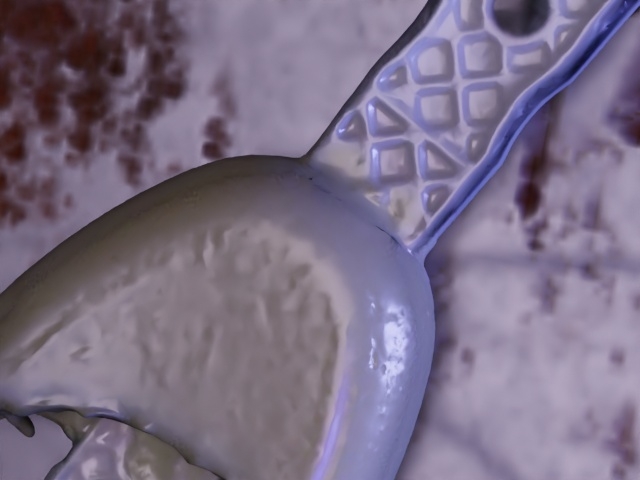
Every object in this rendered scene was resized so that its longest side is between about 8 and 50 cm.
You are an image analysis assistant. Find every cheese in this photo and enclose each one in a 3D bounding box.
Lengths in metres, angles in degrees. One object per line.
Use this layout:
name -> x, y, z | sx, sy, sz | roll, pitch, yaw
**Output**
cheese -> 0.000, 0.000, 0.547 | 0.127, 0.050, 0.235 | 40, 98, 10
